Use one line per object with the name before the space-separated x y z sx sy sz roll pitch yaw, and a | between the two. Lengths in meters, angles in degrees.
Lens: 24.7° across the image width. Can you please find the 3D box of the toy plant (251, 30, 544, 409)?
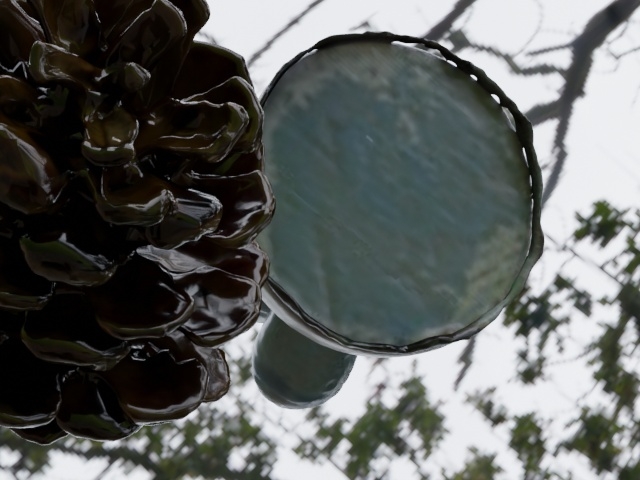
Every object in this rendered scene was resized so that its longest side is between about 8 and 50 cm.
toy plant | 0.000 0.000 1.134 0.247 0.247 0.332 52 -23 -2

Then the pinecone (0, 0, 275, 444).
pinecone | -0.139 -0.019 0.791 0.244 0.244 0.309 37 -49 11
